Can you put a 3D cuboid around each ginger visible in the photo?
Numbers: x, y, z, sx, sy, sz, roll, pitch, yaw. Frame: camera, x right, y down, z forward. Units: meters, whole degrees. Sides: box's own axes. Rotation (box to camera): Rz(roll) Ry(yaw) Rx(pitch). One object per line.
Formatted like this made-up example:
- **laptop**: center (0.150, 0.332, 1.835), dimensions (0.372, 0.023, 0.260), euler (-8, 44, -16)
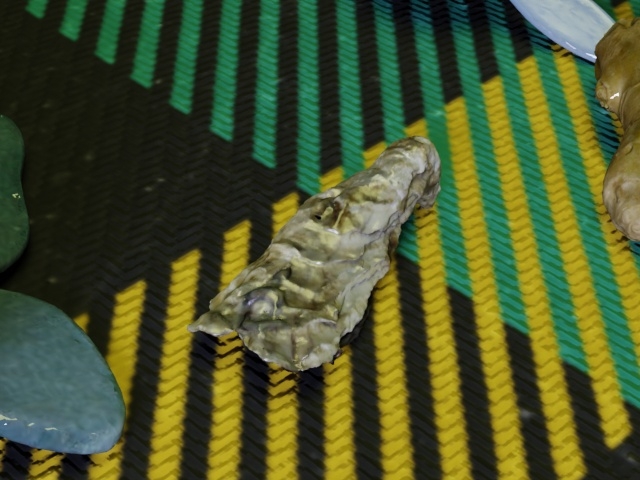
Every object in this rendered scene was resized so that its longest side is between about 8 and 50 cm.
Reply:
- **ginger**: center (0.238, -0.081, 0.849), dimensions (0.115, 0.081, 0.205), euler (-19, 43, 22)

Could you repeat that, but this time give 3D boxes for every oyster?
- **oyster**: center (0.000, 0.004, 0.743), dimensions (0.106, 0.061, 0.200), euler (12, 41, 11)

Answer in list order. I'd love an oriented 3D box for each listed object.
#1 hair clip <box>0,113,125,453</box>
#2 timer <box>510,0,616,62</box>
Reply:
- **hair clip**: center (-0.278, -0.017, 0.613), dimensions (0.392, 0.238, 0.318), euler (-22, 49, -29)
- **timer**: center (0.141, -0.241, 1.005), dimensions (0.255, 0.175, 0.175), euler (29, 39, -13)
